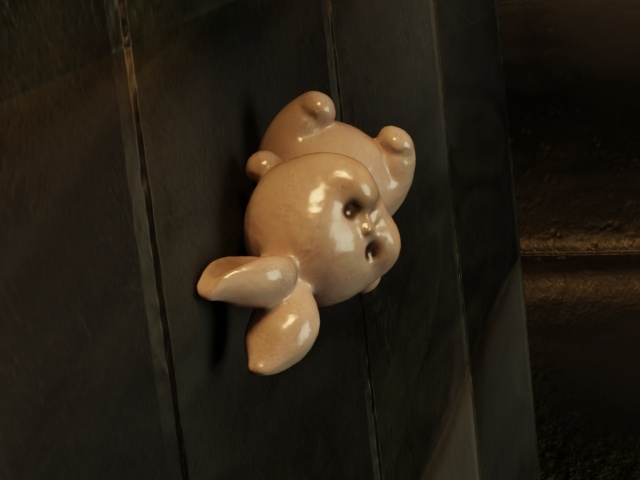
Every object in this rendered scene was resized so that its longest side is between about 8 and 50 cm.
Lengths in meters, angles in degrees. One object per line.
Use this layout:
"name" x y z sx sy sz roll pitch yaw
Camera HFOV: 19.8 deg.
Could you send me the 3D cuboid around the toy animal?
"toy animal" 0.001 -0.001 1.166 0.212 0.124 0.124 -79 161 -56
